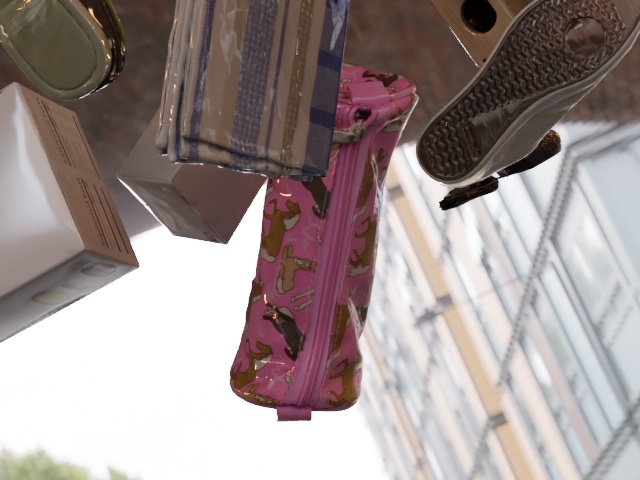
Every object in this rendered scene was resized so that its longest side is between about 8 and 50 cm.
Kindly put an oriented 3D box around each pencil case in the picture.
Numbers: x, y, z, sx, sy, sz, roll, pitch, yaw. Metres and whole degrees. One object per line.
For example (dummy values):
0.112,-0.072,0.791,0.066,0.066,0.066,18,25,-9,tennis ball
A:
0.000,0.000,1.623,0.167,0.160,0.386,-15,-60,-56,pencil case

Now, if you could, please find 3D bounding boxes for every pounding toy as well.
0.190,-0.328,1.939,0.094,0.206,0.181,-36,-2,38,pounding toy

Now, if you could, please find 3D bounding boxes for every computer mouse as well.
0.222,-0.093,1.856,0.071,0.041,0.242,-14,11,44,computer mouse

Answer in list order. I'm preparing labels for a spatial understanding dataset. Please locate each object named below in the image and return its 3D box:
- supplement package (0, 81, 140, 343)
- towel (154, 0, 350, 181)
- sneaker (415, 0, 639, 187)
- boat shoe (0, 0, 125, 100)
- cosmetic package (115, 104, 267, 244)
-0.366,-0.007,1.605,0.262,0.204,0.145,-28,-16,11,supplement package
-0.052,-0.160,1.315,0.034,0.209,0.285,9,1,25,towel
0.222,-0.166,1.578,0.290,0.106,0.123,-40,-15,7,sneaker
-0.214,-0.200,1.028,0.081,0.228,0.069,-30,5,18,boat shoe
-0.116,-0.125,1.729,0.238,0.107,0.127,-57,-47,-21,cosmetic package
